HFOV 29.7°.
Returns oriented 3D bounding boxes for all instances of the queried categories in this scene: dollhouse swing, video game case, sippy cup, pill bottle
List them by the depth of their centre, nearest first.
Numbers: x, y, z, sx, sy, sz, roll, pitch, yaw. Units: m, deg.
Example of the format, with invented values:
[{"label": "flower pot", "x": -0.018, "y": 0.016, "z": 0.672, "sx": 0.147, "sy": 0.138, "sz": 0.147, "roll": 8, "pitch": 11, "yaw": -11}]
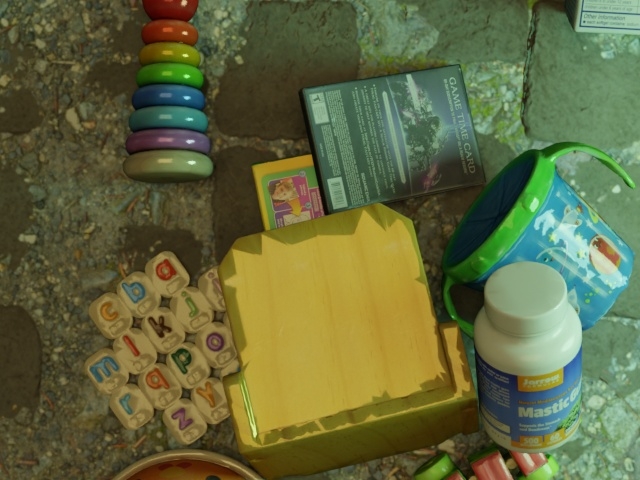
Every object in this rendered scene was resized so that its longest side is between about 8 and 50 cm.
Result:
[{"label": "pill bottle", "x": 0.296, "y": 0.165, "z": 1.721, "sx": 0.152, "sy": 0.152, "sz": 0.272, "roll": -9, "pitch": 132, "yaw": 3}, {"label": "sippy cup", "x": 0.339, "y": 0.019, "z": 1.821, "sx": 0.224, "sy": 0.305, "sz": 0.240, "roll": 37, "pitch": 49, "yaw": -8}, {"label": "dollhouse swing", "x": 0.033, "y": 0.158, "z": 1.836, "sx": 0.347, "sy": 0.315, "sz": 0.304, "roll": -15, "pitch": 67, "yaw": 3}, {"label": "video game case", "x": 0.114, "y": -0.158, "z": 1.867, "sx": 0.274, "sy": 0.026, "sz": 0.196, "roll": -12, "pitch": 89, "yaw": -22}]

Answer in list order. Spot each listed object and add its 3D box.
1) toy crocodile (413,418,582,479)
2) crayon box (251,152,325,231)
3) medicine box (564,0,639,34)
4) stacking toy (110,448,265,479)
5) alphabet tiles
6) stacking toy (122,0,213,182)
[{"label": "toy crocodile", "x": 0.256, "y": 0.362, "z": 1.870, "sx": 0.341, "sy": 0.105, "sz": 0.115, "roll": -32, "pitch": 88, "yaw": 3}, {"label": "crayon box", "x": 0.000, "y": 0.000, "z": 1.896, "sx": 0.165, "sy": 0.081, "sz": 0.278, "roll": -11, "pitch": 89, "yaw": 2}, {"label": "medicine box", "x": 0.515, "y": -0.457, "z": 1.794, "sx": 0.264, "sy": 0.149, "sz": 0.289, "roll": 4, "pitch": 112, "yaw": 3}, {"label": "stacking toy", "x": -0.216, "y": 0.502, "z": 1.706, "sx": 0.351, "sy": 0.480, "sz": 0.350, "roll": 0, "pitch": 90, "yaw": 2}, {"label": "alphabet tiles", "x": -0.231, "y": 0.172, "z": 1.938, "sx": 0.284, "sy": 0.021, "sz": 0.278, "roll": -36, "pitch": 88, "yaw": 2}, {"label": "stacking toy", "x": -0.241, "y": -0.260, "z": 1.894, "sx": 0.141, "sy": 0.141, "sz": 0.330, "roll": -2, "pitch": 84, "yaw": 3}]
